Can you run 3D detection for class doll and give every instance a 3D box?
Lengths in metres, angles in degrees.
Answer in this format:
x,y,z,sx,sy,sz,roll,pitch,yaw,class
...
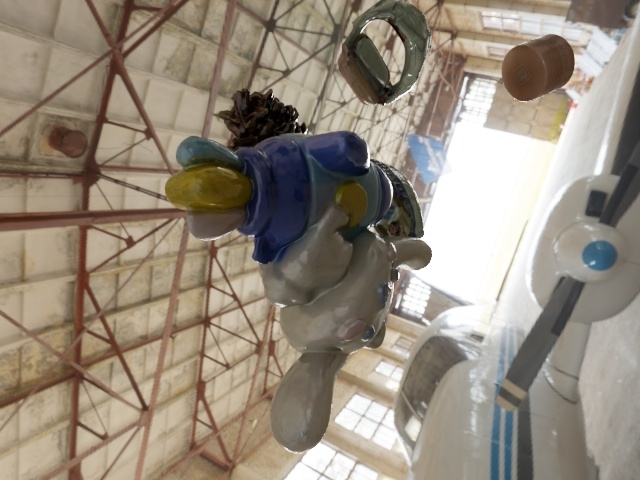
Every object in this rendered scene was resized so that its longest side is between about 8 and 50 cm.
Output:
x,y,z,sx,sy,sz,roll,pitch,yaw,class
0.008,-0.002,0.550,0.365,0.187,0.376,62,-154,-21,doll

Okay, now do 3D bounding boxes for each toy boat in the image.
x,y,z,sx,sy,sz,roll,pitch,yaw,class
0.107,-0.083,0.859,0.262,0.115,0.114,-109,28,-49,toy boat

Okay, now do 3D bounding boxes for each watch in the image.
x,y,z,sx,sy,sz,roll,pitch,yaw,class
0.188,-0.516,1.209,0.253,0.241,0.161,46,-128,-33,watch

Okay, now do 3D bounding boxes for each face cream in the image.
x,y,z,sx,sy,sz,roll,pitch,yaw,class
0.573,-0.456,1.173,0.104,0.149,0.149,-25,-39,-16,face cream

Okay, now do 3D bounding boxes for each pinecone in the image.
x,y,z,sx,sy,sz,roll,pitch,yaw,class
-0.108,-0.192,0.878,0.179,0.184,0.204,-32,-26,1,pinecone
